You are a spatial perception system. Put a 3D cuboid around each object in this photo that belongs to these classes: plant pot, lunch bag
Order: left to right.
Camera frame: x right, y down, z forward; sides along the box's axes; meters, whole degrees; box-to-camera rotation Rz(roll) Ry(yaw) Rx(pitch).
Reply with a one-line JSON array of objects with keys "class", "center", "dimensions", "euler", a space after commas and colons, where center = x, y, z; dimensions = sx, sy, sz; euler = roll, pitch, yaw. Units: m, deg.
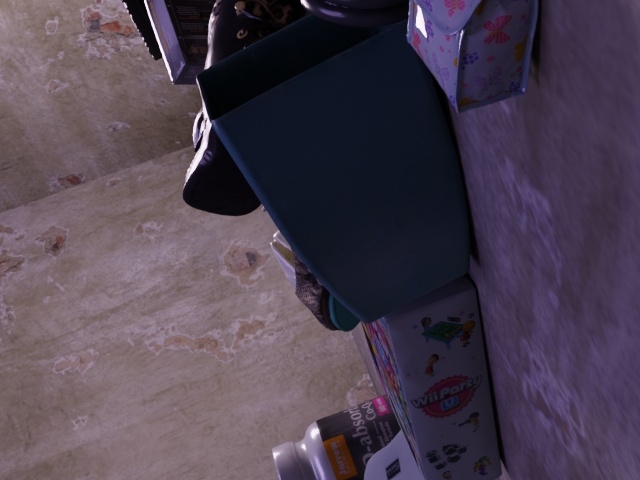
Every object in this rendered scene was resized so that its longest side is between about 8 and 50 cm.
[{"class": "plant pot", "center": [0.026, -0.062, 0.752], "dimensions": [0.234, 0.165, 0.165], "euler": [63, 180, -26]}, {"class": "lunch bag", "center": [0.075, -0.122, 0.454], "dimensions": [0.083, 0.053, 0.071], "euler": [88, 163, -50]}]

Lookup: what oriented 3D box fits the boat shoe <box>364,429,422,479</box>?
[{"class": "boat shoe", "center": [0.162, 0.322, 1.235], "dimensions": [0.306, 0.105, 0.113], "euler": [121, 146, -54]}]

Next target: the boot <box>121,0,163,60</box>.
[{"class": "boot", "center": [-0.244, -0.509, 1.576], "dimensions": [0.131, 0.260, 0.348], "euler": [-102, -9, -46]}]

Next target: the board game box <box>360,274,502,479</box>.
[{"class": "board game box", "center": [0.105, 0.104, 0.970], "dimensions": [0.224, 0.098, 0.303], "euler": [-114, 6, -50]}]

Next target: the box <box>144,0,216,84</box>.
[{"class": "box", "center": [-0.141, -0.330, 1.355], "dimensions": [0.056, 0.231, 0.183], "euler": [-44, 61, 50]}]

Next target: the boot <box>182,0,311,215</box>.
[{"class": "boot", "center": [-0.064, -0.225, 1.091], "dimensions": [0.377, 0.138, 0.284], "euler": [132, 146, -55]}]

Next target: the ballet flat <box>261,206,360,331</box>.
[{"class": "ballet flat", "center": [0.000, 0.000, 1.330], "dimensions": [0.182, 0.164, 0.483], "euler": [30, 164, 12]}]

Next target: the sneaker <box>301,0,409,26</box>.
[{"class": "sneaker", "center": [-0.008, -0.248, 0.586], "dimensions": [0.147, 0.105, 0.295], "euler": [81, 165, -47]}]

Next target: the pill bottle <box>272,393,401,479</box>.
[{"class": "pill bottle", "center": [0.070, 0.360, 1.467], "dimensions": [0.162, 0.278, 0.162], "euler": [159, 90, -86]}]

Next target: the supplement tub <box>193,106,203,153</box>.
[{"class": "supplement tub", "center": [-0.084, -0.170, 1.338], "dimensions": [0.200, 0.144, 0.144], "euler": [-9, 104, 46]}]
